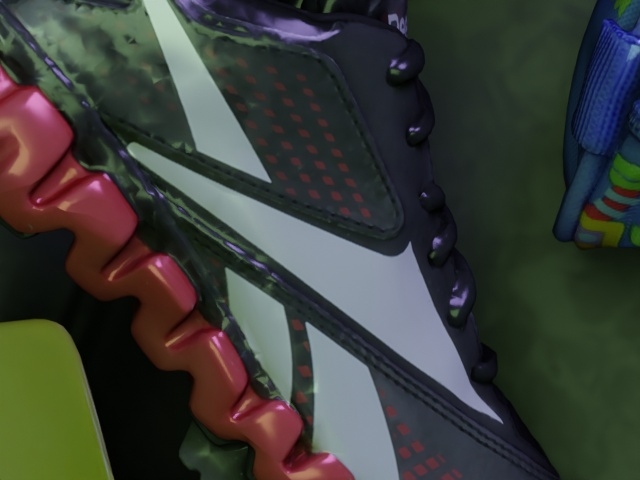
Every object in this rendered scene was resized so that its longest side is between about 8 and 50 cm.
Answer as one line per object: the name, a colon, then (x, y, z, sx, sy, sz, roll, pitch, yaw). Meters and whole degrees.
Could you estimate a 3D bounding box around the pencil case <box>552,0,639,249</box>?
pencil case: (0.214, -0.009, 0.527, 0.306, 0.133, 0.119, 20, 110, 12)

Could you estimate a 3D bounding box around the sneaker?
sneaker: (0.000, 0.000, 0.546, 0.135, 0.097, 0.276, -42, 101, 2)

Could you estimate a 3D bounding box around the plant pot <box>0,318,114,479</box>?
plant pot: (-0.178, 0.159, 0.484, 0.227, 0.207, 0.228, -28, 71, 48)
